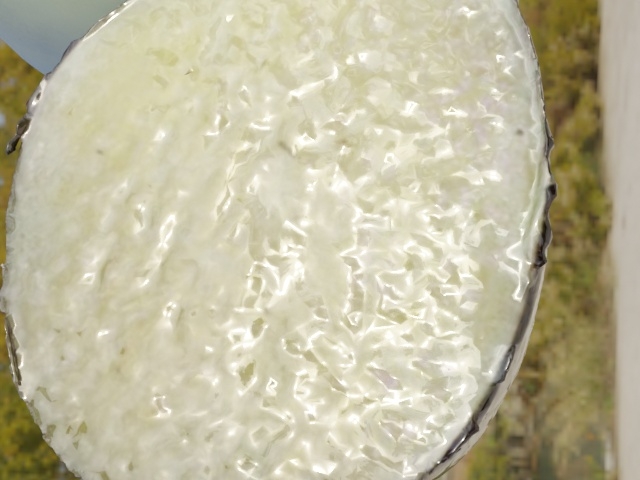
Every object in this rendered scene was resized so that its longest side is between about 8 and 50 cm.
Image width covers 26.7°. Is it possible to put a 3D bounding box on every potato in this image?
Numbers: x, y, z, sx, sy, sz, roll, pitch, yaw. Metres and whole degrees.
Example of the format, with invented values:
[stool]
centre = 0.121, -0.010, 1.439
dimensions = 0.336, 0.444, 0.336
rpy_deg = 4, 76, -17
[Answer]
[potato]
centre = 0.000, 0.000, 0.459
dimensions = 0.117, 0.182, 0.202
rpy_deg = 33, -123, -64

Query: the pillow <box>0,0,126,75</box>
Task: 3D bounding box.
[pillow]
centre = -0.163, -0.189, 1.060
dimensions = 0.120, 0.322, 0.255
rpy_deg = -60, -42, -17
